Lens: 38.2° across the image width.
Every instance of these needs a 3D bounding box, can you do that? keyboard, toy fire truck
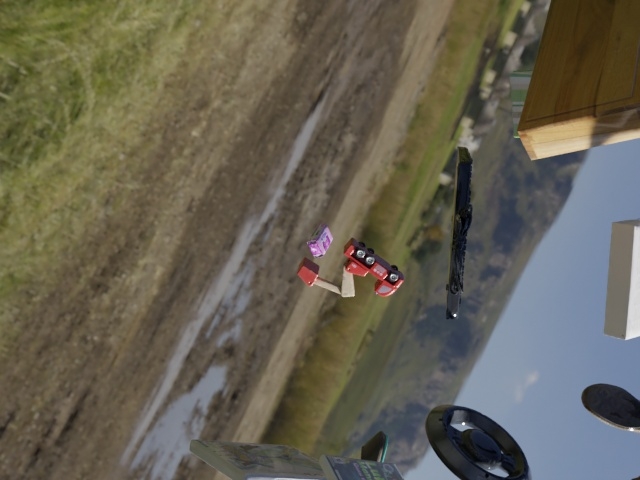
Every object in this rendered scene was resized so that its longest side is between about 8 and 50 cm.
[{"bbox_3d":[0.252,-0.001,1.677,0.201,0.033,0.317,-74,165,-63],"label":"keyboard"},{"bbox_3d":[0.063,0.071,1.935,0.135,0.192,0.047,-51,-170,20],"label":"toy fire truck"}]

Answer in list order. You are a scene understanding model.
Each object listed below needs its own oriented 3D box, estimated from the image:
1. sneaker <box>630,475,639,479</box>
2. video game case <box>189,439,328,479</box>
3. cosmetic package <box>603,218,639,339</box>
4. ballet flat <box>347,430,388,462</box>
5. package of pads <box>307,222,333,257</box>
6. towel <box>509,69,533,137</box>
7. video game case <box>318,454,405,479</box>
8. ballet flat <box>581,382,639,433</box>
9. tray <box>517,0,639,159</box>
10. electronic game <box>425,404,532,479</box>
[{"bbox_3d":[0.594,0.407,1.620,0.119,0.047,0.057,-29,-166,-13],"label":"sneaker"},{"bbox_3d":[-0.125,0.552,2.276,0.329,0.300,0.036,6,-95,60],"label":"video game case"},{"bbox_3d":[0.644,0.078,1.914,0.099,0.060,0.239,-7,103,-40],"label":"cosmetic package"},{"bbox_3d":[0.092,0.564,2.141,0.095,0.096,0.280,-78,175,-70],"label":"ballet flat"},{"bbox_3d":[0.000,0.000,2.282,0.050,0.032,0.083,62,32,-24],"label":"package of pads"},{"bbox_3d":[0.466,-0.303,2.060,0.113,0.023,0.152,14,-67,56],"label":"towel"},{"bbox_3d":[0.103,0.466,1.678,0.022,0.173,0.190,-63,-148,19],"label":"video game case"},{"bbox_3d":[0.610,0.338,1.780,0.058,0.250,0.084,123,-20,-60],"label":"ballet flat"},{"bbox_3d":[0.475,-0.317,1.583,0.076,0.203,0.411,55,41,-32],"label":"tray"},{"bbox_3d":[0.297,0.394,1.733,0.048,0.229,0.229,-59,177,24],"label":"electronic game"}]
